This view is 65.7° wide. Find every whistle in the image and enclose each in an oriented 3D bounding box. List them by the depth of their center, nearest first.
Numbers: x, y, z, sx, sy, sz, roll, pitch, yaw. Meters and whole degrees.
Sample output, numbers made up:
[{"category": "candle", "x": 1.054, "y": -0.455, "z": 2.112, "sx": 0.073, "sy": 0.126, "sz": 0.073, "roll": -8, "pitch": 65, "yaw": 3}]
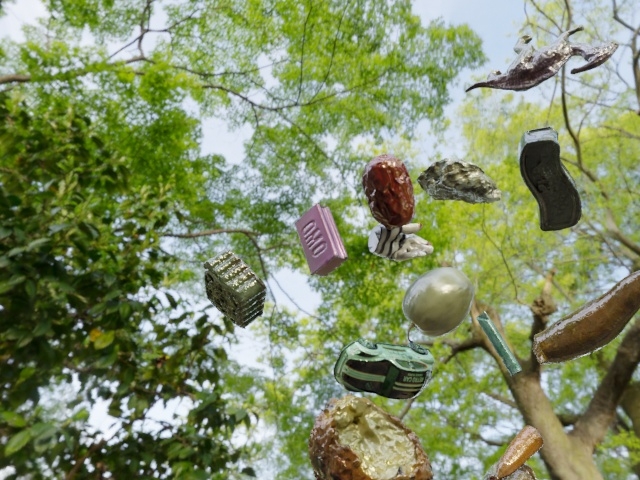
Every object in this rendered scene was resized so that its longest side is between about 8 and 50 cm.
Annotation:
[{"category": "whistle", "x": 0.503, "y": 0.291, "z": 1.403, "sx": 0.039, "sy": 0.187, "sz": 0.039, "roll": -21, "pitch": -27, "yaw": -11}]

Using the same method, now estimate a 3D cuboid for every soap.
[{"category": "soap", "x": 0.000, "y": 0.000, "z": 1.519, "sx": 0.065, "sy": 0.203, "sz": 0.122, "roll": 15, "pitch": -46, "yaw": -43}]

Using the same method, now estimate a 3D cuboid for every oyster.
[{"category": "oyster", "x": 0.305, "y": -0.125, "z": 1.107, "sx": 0.177, "sy": 0.064, "sz": 0.125, "roll": -5, "pitch": -40, "yaw": 44}]

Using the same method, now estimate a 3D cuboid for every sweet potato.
[{"category": "sweet potato", "x": 0.442, "y": 0.130, "z": 0.788, "sx": 0.077, "sy": 0.077, "sz": 0.243, "roll": 34, "pitch": -58, "yaw": -21}]

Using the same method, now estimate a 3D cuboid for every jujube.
[{"category": "jujube", "x": 0.230, "y": -0.163, "z": 1.643, "sx": 0.174, "sy": 0.174, "sz": 0.251, "roll": -20, "pitch": -86, "yaw": 31}]

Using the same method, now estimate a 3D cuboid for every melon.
[{"category": "melon", "x": 0.464, "y": 0.244, "z": 1.967, "sx": 0.271, "sy": 0.308, "sz": 0.272, "roll": 35, "pitch": -34, "yaw": 28}]

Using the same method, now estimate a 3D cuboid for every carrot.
[{"category": "carrot", "x": 0.556, "y": 0.616, "z": 1.410, "sx": 0.072, "sy": 0.205, "sz": 0.072, "roll": 34, "pitch": -41, "yaw": 36}]

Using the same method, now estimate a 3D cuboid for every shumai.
[{"category": "shumai", "x": 0.531, "y": 0.730, "z": 1.440, "sx": 0.120, "sy": 0.202, "sz": 0.201, "roll": 29, "pitch": -45, "yaw": -25}]

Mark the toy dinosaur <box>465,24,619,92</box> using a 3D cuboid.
[{"category": "toy dinosaur", "x": 0.466, "y": -0.384, "z": 1.067, "sx": 0.294, "sy": 0.162, "sz": 0.077, "roll": -19, "pitch": -55, "yaw": 35}]

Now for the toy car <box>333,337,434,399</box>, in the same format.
[{"category": "toy car", "x": 0.185, "y": 0.352, "z": 1.317, "sx": 0.305, "sy": 0.125, "sz": 0.136, "roll": 12, "pitch": -73, "yaw": -31}]

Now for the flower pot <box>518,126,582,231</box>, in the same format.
[{"category": "flower pot", "x": 0.530, "y": -0.142, "z": 1.151, "sx": 0.103, "sy": 0.108, "sz": 0.229, "roll": -18, "pitch": -74, "yaw": 28}]

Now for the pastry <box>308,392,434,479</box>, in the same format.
[{"category": "pastry", "x": 0.136, "y": 0.681, "z": 1.485, "sx": 0.405, "sy": 0.292, "sz": 0.338, "roll": 32, "pitch": -48, "yaw": 30}]

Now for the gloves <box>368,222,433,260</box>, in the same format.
[{"category": "gloves", "x": 0.292, "y": 0.010, "z": 1.783, "sx": 0.218, "sy": 0.140, "sz": 0.131, "roll": 12, "pitch": -22, "yaw": -23}]

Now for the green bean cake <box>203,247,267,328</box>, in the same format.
[{"category": "green bean cake", "x": -0.241, "y": 0.137, "z": 1.366, "sx": 0.173, "sy": 0.094, "sz": 0.182, "roll": 40, "pitch": -36, "yaw": 22}]
